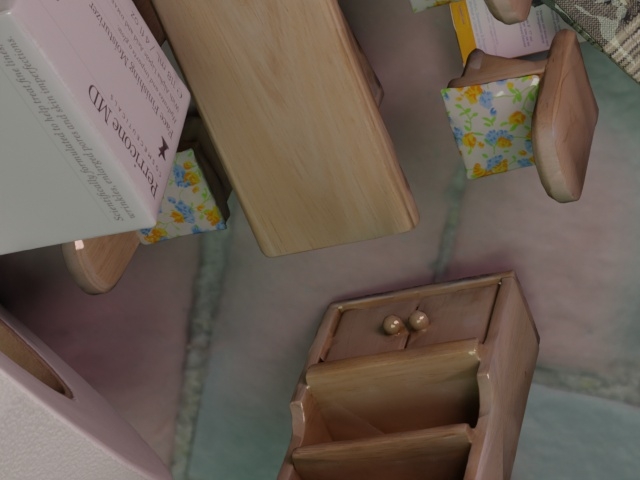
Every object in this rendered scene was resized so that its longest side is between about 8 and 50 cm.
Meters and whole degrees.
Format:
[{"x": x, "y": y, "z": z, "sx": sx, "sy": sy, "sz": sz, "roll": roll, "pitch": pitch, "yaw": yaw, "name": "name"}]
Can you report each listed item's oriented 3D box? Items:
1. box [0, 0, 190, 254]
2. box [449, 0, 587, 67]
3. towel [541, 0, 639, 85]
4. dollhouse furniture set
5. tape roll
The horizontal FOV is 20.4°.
[{"x": -0.200, "y": -0.092, "z": 1.053, "sx": 0.182, "sy": 0.119, "sz": 0.181, "roll": -9, "pitch": 136, "yaw": 22, "name": "box"}, {"x": 0.159, "y": -0.177, "z": 1.264, "sx": 0.136, "sy": 0.028, "sz": 0.081, "roll": -12, "pitch": 112, "yaw": 6, "name": "box"}, {"x": 0.242, "y": -0.288, "z": 1.189, "sx": 0.312, "sy": 0.056, "sz": 0.324, "roll": 41, "pitch": 101, "yaw": -16, "name": "towel"}, {"x": 0.000, "y": 0.000, "z": 1.190, "sx": 0.362, "sy": 0.256, "sz": 0.394, "roll": -11, "pitch": 120, "yaw": 22, "name": "dollhouse furniture set"}, {"x": -0.266, "y": 0.064, "z": 1.208, "sx": 0.392, "sy": 0.392, "sz": 0.072, "roll": 42, "pitch": 85, "yaw": -14, "name": "tape roll"}]
